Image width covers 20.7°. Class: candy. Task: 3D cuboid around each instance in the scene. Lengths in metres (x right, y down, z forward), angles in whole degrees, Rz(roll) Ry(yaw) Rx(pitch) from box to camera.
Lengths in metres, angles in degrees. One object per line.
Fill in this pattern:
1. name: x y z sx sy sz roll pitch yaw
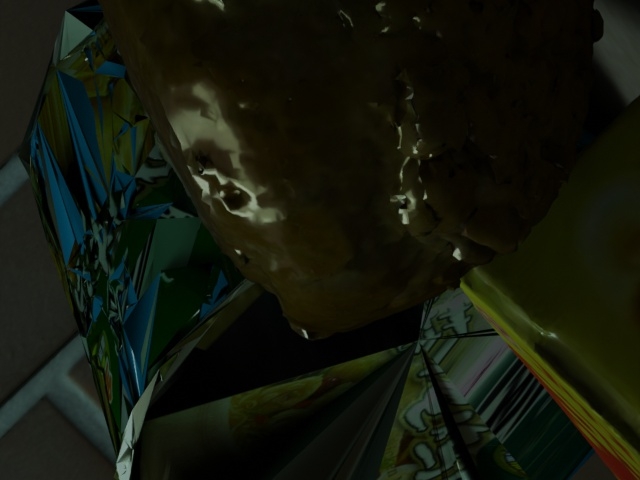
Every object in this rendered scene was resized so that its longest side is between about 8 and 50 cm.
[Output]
1. candy: 0.155 0.078 0.528 0.146 0.088 0.276 47 -179 39

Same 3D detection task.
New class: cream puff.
1. cream puff: 0.008 -0.056 0.433 0.150 0.115 0.165 66 179 -47

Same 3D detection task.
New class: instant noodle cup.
1. instant noodle cup: 0.000 0.000 0.670 0.240 0.240 0.178 47 -172 -50
